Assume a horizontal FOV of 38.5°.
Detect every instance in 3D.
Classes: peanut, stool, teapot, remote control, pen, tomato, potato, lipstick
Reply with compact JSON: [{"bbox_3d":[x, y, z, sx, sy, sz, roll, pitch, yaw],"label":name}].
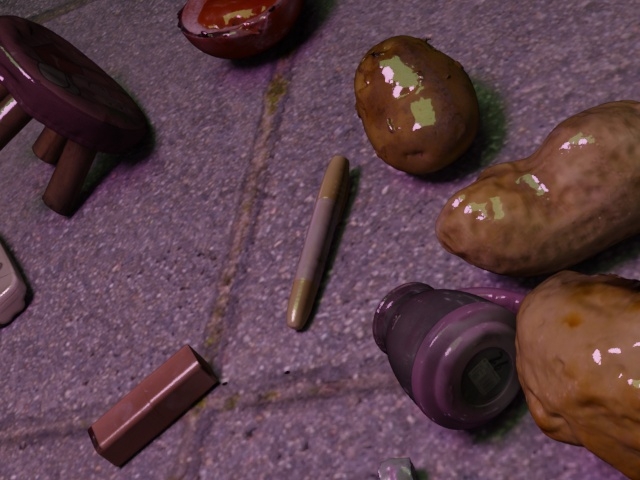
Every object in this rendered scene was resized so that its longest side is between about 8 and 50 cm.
[{"bbox_3d":[0.230,-0.047,0.853,0.253,0.137,0.122,-31,39,12],"label":"peanut"},{"bbox_3d":[-0.413,-0.187,1.367,0.178,0.272,0.272,-48,39,13],"label":"stool"},{"bbox_3d":[0.120,0.082,0.833,0.148,0.116,0.146,-48,31,-5],"label":"teapot"},{"bbox_3d":[-0.492,0.047,1.345,0.090,0.049,0.230,-44,42,-6],"label":"remote control"},{"bbox_3d":[0.000,0.000,1.052,0.032,0.040,0.233,-5,55,33],"label":"pen"},{"bbox_3d":[-0.100,-0.346,1.380,0.199,0.112,0.228,-3,50,24],"label":"tomato"},{"bbox_3d":[0.111,-0.152,1.046,0.137,0.137,0.176,-25,64,15],"label":"potato"},{"bbox_3d":[-0.185,0.181,1.006,0.145,0.045,0.045,-41,39,-3],"label":"lipstick"}]

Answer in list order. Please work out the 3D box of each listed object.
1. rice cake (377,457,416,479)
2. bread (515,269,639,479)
[{"bbox_3d":[0.073,0.273,0.748,0.033,0.033,0.207,-15,46,11],"label":"rice cake"},{"bbox_3d":[0.246,0.104,0.643,0.244,0.244,0.134,17,90,43],"label":"bread"}]
